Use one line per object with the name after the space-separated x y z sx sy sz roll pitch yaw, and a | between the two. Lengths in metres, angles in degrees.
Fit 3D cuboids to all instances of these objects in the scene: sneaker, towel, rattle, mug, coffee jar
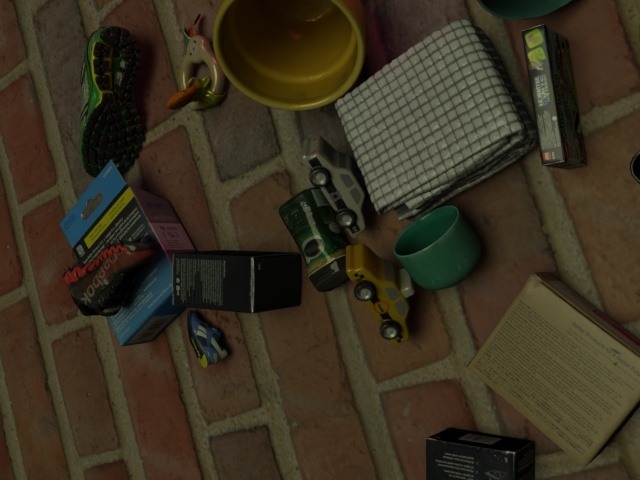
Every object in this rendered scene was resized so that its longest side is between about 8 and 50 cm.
-0.242 0.203 1.694 0.053 0.059 0.144 99 148 -46 | sneaker
0.189 -0.189 1.329 0.284 0.121 0.235 -32 68 29 | towel
-0.285 -0.368 1.655 0.130 0.143 0.199 -4 97 57 | rattle
0.201 0.014 1.341 0.129 0.157 0.097 -31 109 23 | mug
-0.421 0.079 1.654 0.276 0.098 0.135 -27 76 35 | sneaker
0.000 0.000 1.499 0.096 0.079 0.184 -33 72 28 | coffee jar
-0.475 -0.308 1.813 0.146 0.134 0.343 32 115 56 | sneaker

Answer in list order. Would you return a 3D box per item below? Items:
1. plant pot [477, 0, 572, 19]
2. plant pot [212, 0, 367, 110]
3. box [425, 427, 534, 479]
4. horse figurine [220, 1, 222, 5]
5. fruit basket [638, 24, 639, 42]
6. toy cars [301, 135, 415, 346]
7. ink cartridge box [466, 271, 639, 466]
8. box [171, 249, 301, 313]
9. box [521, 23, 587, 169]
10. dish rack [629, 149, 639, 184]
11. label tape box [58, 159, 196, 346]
0.282 -0.513 1.176 0.293 0.293 0.235 -50 50 25 | plant pot
-0.042 -0.395 1.401 0.254 0.254 0.239 -30 34 32 | plant pot
0.261 0.402 1.320 0.156 0.093 0.158 1 91 35 | box
-0.109 -0.379 1.575 0.263 0.066 0.174 36 117 31 | horse figurine
0.532 -0.377 1.003 0.283 0.392 0.391 3 93 35 | fruit basket
0.082 -0.011 1.396 0.087 0.176 0.393 -25 77 16 | toy cars
0.376 0.192 1.238 0.235 0.088 0.193 42 112 27 | ink cartridge box
-0.163 0.076 1.570 0.207 0.153 0.108 2 93 35 | box
0.357 -0.214 1.225 0.036 0.114 0.206 -10 86 34 | box
0.591 -0.080 1.090 0.208 0.074 0.271 -50 65 26 | dish rack
-0.410 0.025 1.768 0.241 0.106 0.333 -42 68 28 | label tape box
